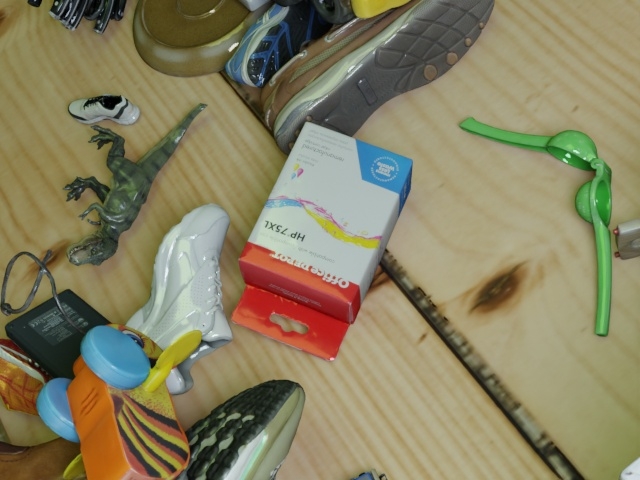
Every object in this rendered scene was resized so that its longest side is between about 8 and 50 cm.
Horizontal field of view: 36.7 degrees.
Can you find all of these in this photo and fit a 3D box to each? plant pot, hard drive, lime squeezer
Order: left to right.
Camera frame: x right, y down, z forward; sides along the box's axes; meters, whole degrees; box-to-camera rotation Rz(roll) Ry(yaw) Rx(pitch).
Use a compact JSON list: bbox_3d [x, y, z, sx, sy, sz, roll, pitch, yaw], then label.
[{"bbox_3d":[-0.291,0.117,1.130,0.135,0.022,0.094,32,48,31],"label":"hard drive"},{"bbox_3d":[-0.162,-0.334,1.350,0.236,0.032,0.236,-9,59,15],"label":"plant pot"},{"bbox_3d":[0.263,-0.051,1.032,0.109,0.059,0.310,-28,58,3],"label":"lime squeezer"}]

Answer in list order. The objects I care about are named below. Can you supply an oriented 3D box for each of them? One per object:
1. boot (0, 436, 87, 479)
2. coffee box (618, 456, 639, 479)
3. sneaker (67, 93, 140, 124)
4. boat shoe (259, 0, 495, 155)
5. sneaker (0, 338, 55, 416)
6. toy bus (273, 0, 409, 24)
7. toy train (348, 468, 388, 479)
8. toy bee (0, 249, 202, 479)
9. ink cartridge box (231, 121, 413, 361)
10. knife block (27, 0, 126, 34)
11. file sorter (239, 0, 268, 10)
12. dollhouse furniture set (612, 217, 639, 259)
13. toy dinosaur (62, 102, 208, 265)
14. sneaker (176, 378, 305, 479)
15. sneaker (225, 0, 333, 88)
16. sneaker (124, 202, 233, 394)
[{"bbox_3d":[-0.309,0.213,1.011,0.280,0.096,0.264,-15,53,-2],"label":"boot"},{"bbox_3d":[0.435,0.214,0.651,0.337,0.334,0.338,-38,62,-4],"label":"coffee box"},{"bbox_3d":[-0.299,-0.184,1.309,0.109,0.044,0.040,3,66,23],"label":"sneaker"},{"bbox_3d":[0.061,-0.234,1.168,0.324,0.123,0.116,-34,55,-3],"label":"boat shoe"},{"bbox_3d":[-0.329,0.179,1.121,0.175,0.064,0.068,29,98,32],"label":"sneaker"},{"bbox_3d":[0.015,-0.382,1.112,0.149,0.212,0.220,-34,44,-24],"label":"toy bus"},{"bbox_3d":[-0.006,0.270,0.960,0.158,0.036,0.027,-29,57,2],"label":"toy train"},{"bbox_3d":[-0.186,0.134,0.951,0.195,0.162,0.298,-31,58,28],"label":"toy bee"},{"bbox_3d":[0.000,0.000,1.065,0.134,0.078,0.231,20,70,10],"label":"ink cartridge box"},{"bbox_3d":[-0.328,-0.440,1.350,0.088,0.276,0.242,14,38,25],"label":"knife block"},{"bbox_3d":[-0.051,-0.484,1.288,0.277,0.173,0.193,-36,57,-13],"label":"file sorter"},{"bbox_3d":[0.350,0.009,0.892,0.128,0.184,0.129,-16,59,11],"label":"dollhouse furniture set"},{"bbox_3d":[-0.258,-0.082,1.232,0.118,0.064,0.268,23,70,21],"label":"toy dinosaur"},{"bbox_3d":[-0.096,0.329,0.900,0.158,0.182,0.411,-3,57,60],"label":"sneaker"},{"bbox_3d":[-0.048,-0.281,1.253,0.081,0.080,0.211,8,50,48],"label":"sneaker"},{"bbox_3d":[-0.140,0.072,1.097,0.115,0.090,0.232,18,78,20],"label":"sneaker"}]
